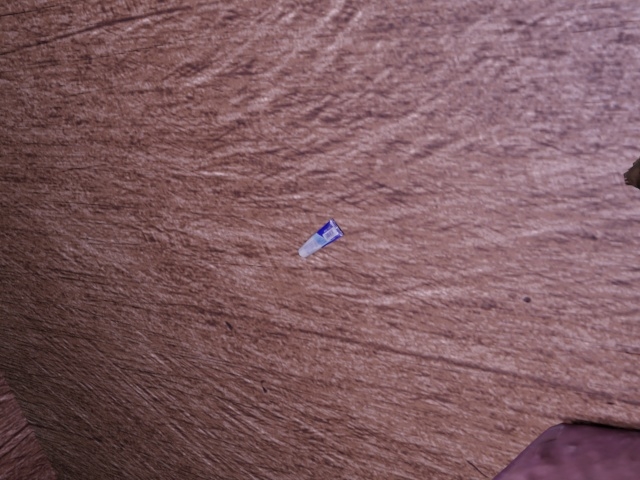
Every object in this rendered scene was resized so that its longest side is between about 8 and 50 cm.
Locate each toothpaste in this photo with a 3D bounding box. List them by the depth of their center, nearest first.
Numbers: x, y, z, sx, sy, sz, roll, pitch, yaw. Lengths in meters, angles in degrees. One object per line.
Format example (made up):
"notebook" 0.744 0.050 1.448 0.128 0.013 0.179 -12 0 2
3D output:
"toothpaste" 0.000 0.000 1.571 0.024 0.015 0.083 54 143 2

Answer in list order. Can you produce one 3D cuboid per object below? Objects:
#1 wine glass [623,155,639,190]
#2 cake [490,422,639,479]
"wine glass" 0.369 0.043 1.022 0.321 0.143 0.143 57 148 -8
"cake" 0.311 0.327 1.276 0.309 0.230 0.237 -3 119 53
